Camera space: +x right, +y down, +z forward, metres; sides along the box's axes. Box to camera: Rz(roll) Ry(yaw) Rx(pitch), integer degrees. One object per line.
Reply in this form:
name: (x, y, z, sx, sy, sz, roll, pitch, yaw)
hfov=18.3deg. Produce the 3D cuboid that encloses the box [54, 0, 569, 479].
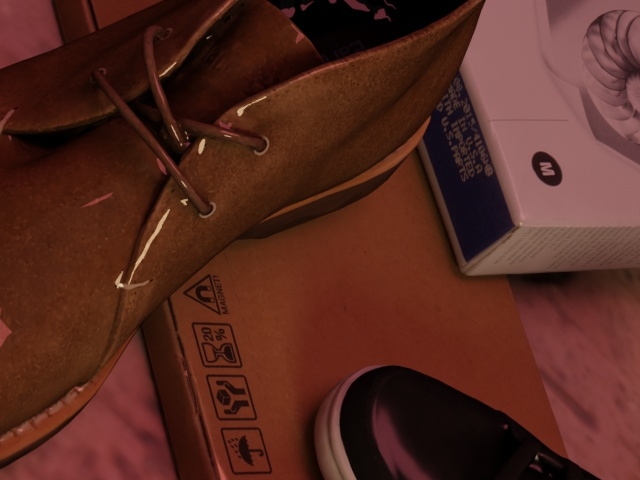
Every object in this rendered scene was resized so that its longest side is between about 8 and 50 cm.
box: (0.000, 0.000, 0.707, 0.164, 0.021, 0.201, 4, 59, -40)

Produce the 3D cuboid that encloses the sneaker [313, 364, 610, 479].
sneaker: (0.108, 0.101, 0.623, 0.217, 0.121, 0.079, 45, 45, -6)

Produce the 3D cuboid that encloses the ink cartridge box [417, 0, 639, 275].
ink cartridge box: (0.117, -0.093, 0.816, 0.224, 0.045, 0.223, -1, 63, -39)

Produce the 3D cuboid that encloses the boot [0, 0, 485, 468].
boot: (-0.062, -0.027, 0.585, 0.305, 0.115, 0.112, -34, 83, -37)
